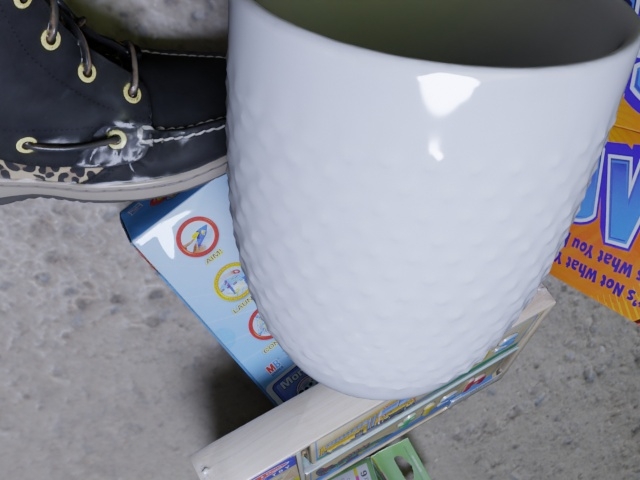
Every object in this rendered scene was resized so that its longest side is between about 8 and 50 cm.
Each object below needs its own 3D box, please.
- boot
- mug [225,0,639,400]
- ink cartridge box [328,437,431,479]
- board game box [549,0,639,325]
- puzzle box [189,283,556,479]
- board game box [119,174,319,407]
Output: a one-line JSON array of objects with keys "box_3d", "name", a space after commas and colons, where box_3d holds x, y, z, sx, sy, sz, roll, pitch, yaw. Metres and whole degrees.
[{"box_3d": [-0.202, -0.167, 0.528, 0.377, 0.138, 0.284, -7, 142, -15], "name": "boot"}, {"box_3d": [0.092, -0.061, 0.602, 0.374, 0.276, 0.328, -35, 143, -42], "name": "mug"}, {"box_3d": [0.049, 0.359, 0.934, 0.209, 0.062, 0.109, -27, 120, 2], "name": "ink cartridge box"}, {"box_3d": [0.416, -0.144, 0.742, 0.356, 0.356, 0.356, -9, 113, -21], "name": "board game box"}, {"box_3d": [0.064, 0.195, 0.817, 0.409, 0.052, 0.272, -27, 154, -12], "name": "puzzle box"}, {"box_3d": [0.000, 0.000, 0.773, 0.308, 0.086, 0.302, -38, 121, -6], "name": "board game box"}]
